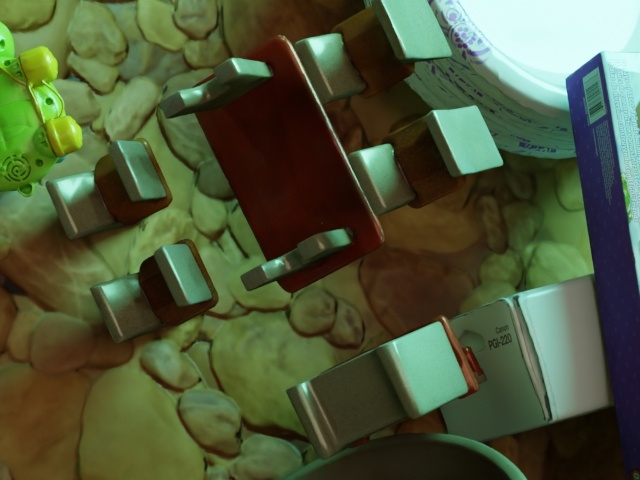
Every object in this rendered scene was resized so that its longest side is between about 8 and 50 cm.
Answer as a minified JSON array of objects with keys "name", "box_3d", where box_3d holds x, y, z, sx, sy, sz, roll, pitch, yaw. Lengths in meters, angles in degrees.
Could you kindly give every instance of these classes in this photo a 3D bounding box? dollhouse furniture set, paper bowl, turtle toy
[{"name":"dollhouse furniture set","box_3d":[0.000,0.000,1.149,0.259,0.262,0.135,65,24,4]},{"name":"paper bowl","box_3d":[0.160,-0.200,1.303,0.284,0.148,0.284,5,75,-20]},{"name":"turtle toy","box_3d":[-0.210,-0.088,1.174,0.095,0.066,0.130,-20,82,-1]}]

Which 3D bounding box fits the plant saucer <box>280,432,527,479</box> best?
[{"name":"plant saucer","box_3d":[0.016,0.232,1.089,0.278,0.278,0.041,-48,122,-24]}]

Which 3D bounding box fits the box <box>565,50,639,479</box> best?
[{"name":"box","box_3d":[0.278,0.024,1.168,0.200,0.057,0.293,-1,75,-20]}]

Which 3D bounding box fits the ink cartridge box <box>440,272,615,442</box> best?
[{"name":"ink cartridge box","box_3d":[0.201,0.069,1.247,0.217,0.158,0.092,-12,82,-23]}]
